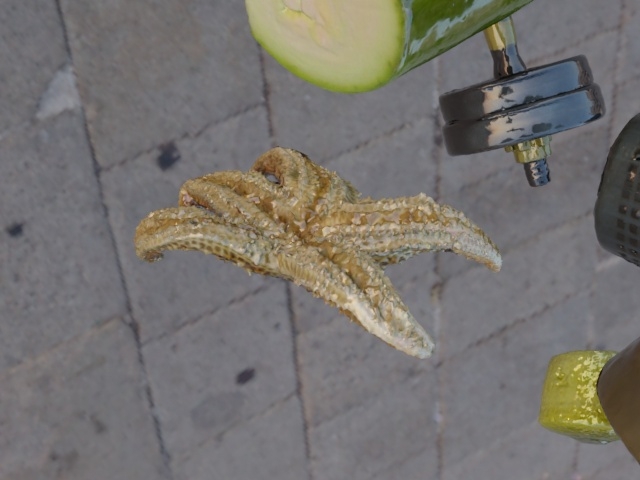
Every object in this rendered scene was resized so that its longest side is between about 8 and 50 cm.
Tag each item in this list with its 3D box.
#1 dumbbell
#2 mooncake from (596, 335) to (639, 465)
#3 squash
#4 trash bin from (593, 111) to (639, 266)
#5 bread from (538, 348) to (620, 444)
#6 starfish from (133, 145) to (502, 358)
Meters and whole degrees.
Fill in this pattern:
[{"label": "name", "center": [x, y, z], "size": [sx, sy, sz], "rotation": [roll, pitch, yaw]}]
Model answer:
[{"label": "dumbbell", "center": [0.189, -0.247, 1.382], "size": [0.185, 0.185, 0.388], "rotation": [-17, 95, -27]}, {"label": "mooncake", "center": [0.450, 0.215, 1.429], "size": [0.155, 0.284, 0.284], "rotation": [-42, 140, 15]}, {"label": "squash", "center": [0.106, -0.283, 1.032], "size": [0.309, 0.210, 0.234], "rotation": [-37, 134, -28]}, {"label": "trash bin", "center": [0.308, -0.031, 0.992], "size": [0.175, 0.161, 0.175], "rotation": [-36, 136, -44]}, {"label": "bread", "center": [0.337, 0.198, 1.609], "size": [0.111, 0.129, 0.114], "rotation": [19, 70, -46]}, {"label": "starfish", "center": [0.000, -0.001, 0.789], "size": [0.216, 0.238, 0.071], "rotation": [-15, 127, -17]}]
